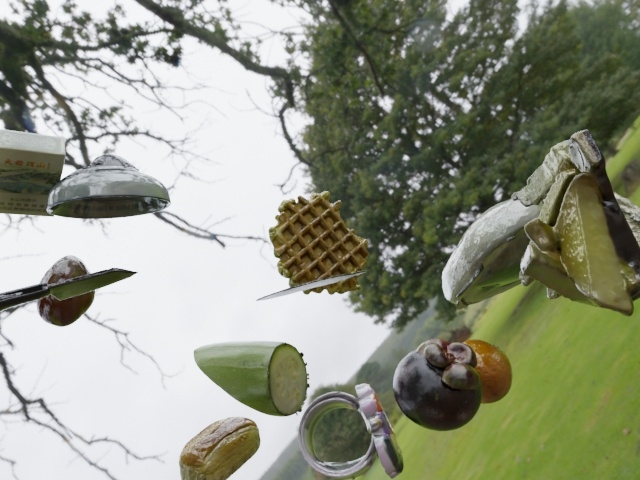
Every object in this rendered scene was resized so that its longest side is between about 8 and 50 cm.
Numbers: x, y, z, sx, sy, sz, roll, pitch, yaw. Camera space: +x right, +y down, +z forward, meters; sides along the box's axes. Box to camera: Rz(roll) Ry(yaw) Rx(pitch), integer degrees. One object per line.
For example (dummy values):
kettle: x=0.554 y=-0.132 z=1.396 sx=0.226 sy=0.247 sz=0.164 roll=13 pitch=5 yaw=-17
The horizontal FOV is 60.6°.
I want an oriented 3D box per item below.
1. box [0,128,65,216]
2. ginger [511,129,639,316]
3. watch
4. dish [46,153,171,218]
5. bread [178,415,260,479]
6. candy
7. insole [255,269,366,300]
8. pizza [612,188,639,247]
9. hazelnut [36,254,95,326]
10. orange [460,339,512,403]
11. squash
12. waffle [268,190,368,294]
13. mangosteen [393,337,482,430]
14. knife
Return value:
box: x=-0.773 y=-0.169 z=1.433 sx=0.164 sy=0.069 sz=0.256 roll=3 pitch=-37 yaw=-32
ginger: x=0.476 y=-0.020 z=1.112 sx=0.211 sy=0.358 sz=0.413 roll=-20 pitch=7 yaw=12
watch: x=0.068 y=0.498 z=1.362 sx=0.231 sy=0.244 sz=0.196 roll=-22 pitch=-31 yaw=0
dish: x=-0.500 y=-0.138 z=1.292 sx=0.273 sy=0.134 sz=0.273 roll=-8 pitch=-6 yaw=-1
bread: x=-0.264 y=0.546 z=1.435 sx=0.236 sy=0.140 sz=0.106 roll=-22 pitch=-74 yaw=-60
candy: x=0.501 y=0.034 z=1.532 sx=0.386 sy=0.186 sz=0.427 roll=-8 pitch=-37 yaw=-32
insole: x=-0.003 y=0.084 z=1.063 sx=0.111 sy=0.007 sz=0.328 roll=-21 pitch=-8 yaw=32
pizza: x=0.753 y=-0.034 z=1.356 sx=0.181 sy=0.262 sz=0.034 roll=-42 pitch=-37 yaw=-16
hazelnut: x=-0.808 y=0.153 z=1.730 sx=0.181 sy=0.212 sz=0.181 roll=-26 pitch=-56 yaw=2
orange: x=0.420 y=0.346 z=1.451 sx=0.155 sy=0.177 sz=0.178 roll=-49 pitch=-11 yaw=-38
squash: x=-0.180 y=0.341 z=1.348 sx=0.260 sy=0.189 sz=0.189 roll=-11 pitch=7 yaw=28
waffle: x=0.003 y=0.009 z=1.494 sx=0.281 sy=0.301 sz=0.058 roll=-12 pitch=-14 yaw=-25
mangosteen: x=0.261 y=0.319 z=1.216 sx=0.210 sy=0.210 sz=0.210 roll=-47 pitch=-13 yaw=-14
knife: x=-0.418 y=0.080 z=0.908 sx=0.230 sy=0.028 sz=0.060 roll=-15 pitch=-29 yaw=-5
